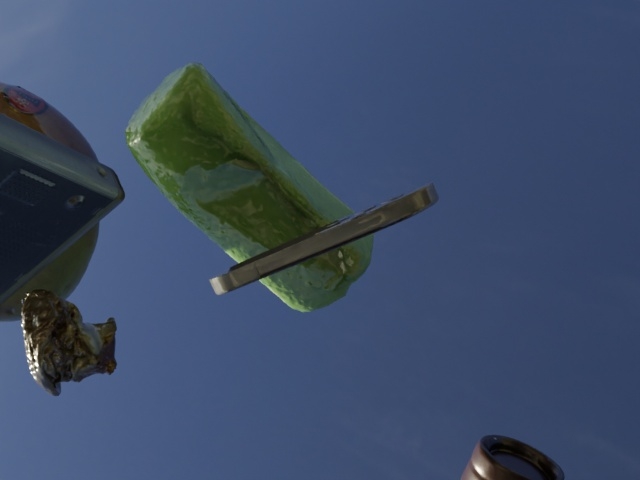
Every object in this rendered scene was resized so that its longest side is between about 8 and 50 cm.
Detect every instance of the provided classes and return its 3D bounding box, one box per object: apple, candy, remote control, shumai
[{"bbox_3d":[-0.467,-0.054,1.568,0.338,0.305,0.338,-44,-149,36],"label":"apple"},{"bbox_3d":[-0.083,-0.057,1.330,0.142,0.343,0.132,-31,-155,35],"label":"candy"},{"bbox_3d":[0.000,0.000,1.026,0.245,0.077,0.022,-22,-87,24],"label":"remote control"},{"bbox_3d":[-0.312,0.124,1.360,0.116,0.145,0.146,-13,-126,-14],"label":"shumai"}]

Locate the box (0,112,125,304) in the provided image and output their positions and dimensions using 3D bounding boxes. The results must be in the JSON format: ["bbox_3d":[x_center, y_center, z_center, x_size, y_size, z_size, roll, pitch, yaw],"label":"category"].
[{"bbox_3d":[-0.334,0.000,0.974,0.270,0.211,0.045,-37,-121,15],"label":"box"}]

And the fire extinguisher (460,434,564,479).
[{"bbox_3d":[0.150,0.389,1.195,0.102,0.138,0.344,29,-74,30],"label":"fire extinguisher"}]
